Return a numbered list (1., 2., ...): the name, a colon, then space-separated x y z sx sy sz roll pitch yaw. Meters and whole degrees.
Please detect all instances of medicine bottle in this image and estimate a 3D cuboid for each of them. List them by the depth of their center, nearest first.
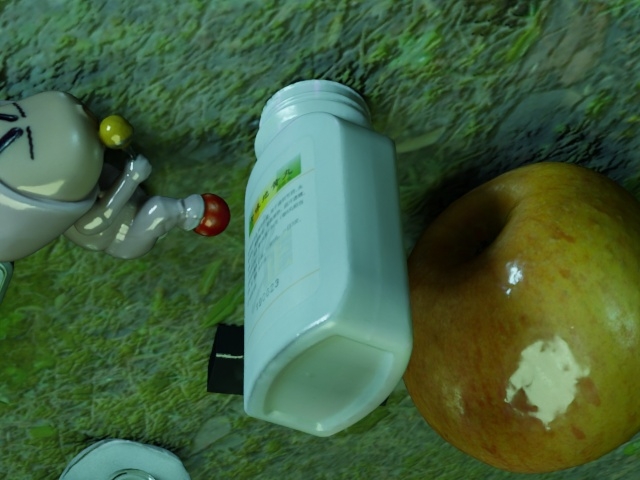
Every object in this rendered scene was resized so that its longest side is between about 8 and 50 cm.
1. medicine bottle: 0.000 0.000 1.252 0.124 0.324 0.179 18 133 -23

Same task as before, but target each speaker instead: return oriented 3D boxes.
1. speaker: -0.020 0.147 1.641 0.218 0.044 0.082 5 139 -10

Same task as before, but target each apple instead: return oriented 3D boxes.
1. apple: 0.213 0.072 1.390 0.299 0.299 0.275 -19 122 18

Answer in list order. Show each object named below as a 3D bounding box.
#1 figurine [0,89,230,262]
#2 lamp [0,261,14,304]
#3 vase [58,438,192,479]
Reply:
1. figurine: -0.235 -0.060 1.321 0.287 0.176 0.186 17 119 -30
2. lamp: -0.485 0.058 1.505 0.266 0.047 0.269 13 138 -17
3. vase: -0.297 0.459 1.860 0.249 0.250 0.445 10 134 -15
